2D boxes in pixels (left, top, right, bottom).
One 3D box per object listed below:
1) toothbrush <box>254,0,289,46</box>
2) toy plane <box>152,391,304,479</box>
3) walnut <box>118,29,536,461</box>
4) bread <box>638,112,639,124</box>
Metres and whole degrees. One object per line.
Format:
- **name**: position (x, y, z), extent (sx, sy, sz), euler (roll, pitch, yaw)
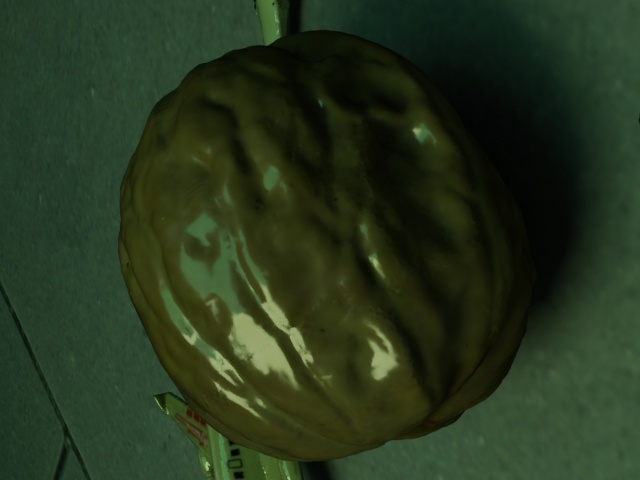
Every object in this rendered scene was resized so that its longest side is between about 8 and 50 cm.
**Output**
- **toothbrush**: position (-0.028, -0.129, 0.535), extent (0.026, 0.028, 0.294), euler (20, 115, 49)
- **toy plane**: position (-0.049, 0.136, 0.581), extent (0.229, 0.092, 0.244), euler (-33, 74, 48)
- **walnut**: position (0.000, 0.000, 0.400), extent (0.213, 0.213, 0.213), euler (17, 113, 49)
- **bread**: position (0.190, -0.056, 0.216), extent (0.132, 0.103, 0.172), euler (57, 136, 25)
